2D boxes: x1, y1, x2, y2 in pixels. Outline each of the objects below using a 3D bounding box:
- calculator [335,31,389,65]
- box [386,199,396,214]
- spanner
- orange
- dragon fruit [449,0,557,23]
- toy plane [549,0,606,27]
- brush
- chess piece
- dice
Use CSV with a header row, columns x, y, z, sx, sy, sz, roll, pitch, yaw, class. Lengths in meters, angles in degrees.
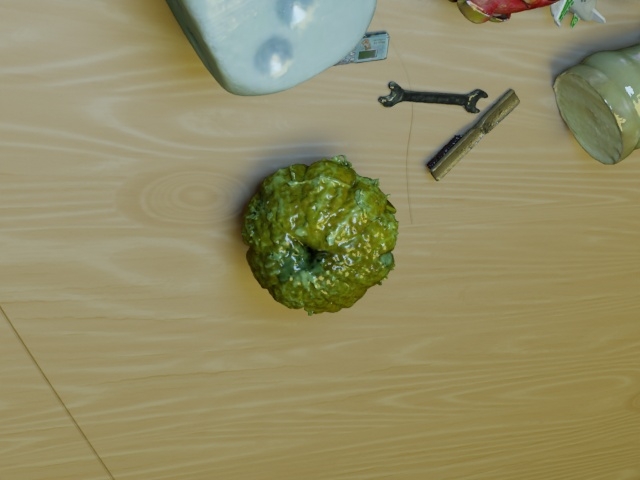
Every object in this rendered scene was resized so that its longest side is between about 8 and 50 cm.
x,y,z,sx,sy,sz,roll,pitch,yaw,class
0.048,-0.347,1.540,0.172,0.018,0.057,-12,130,-24,calculator
0.038,-0.014,1.752,0.141,0.064,0.220,24,108,-38,box
0.228,-0.283,1.688,0.255,0.015,0.054,-2,124,-29,spanner
0.000,0.000,1.579,0.301,0.223,0.300,-7,102,15,orange
0.338,-0.497,1.450,0.307,0.227,0.243,-37,138,-4,dragon fruit
0.506,-0.487,1.641,0.174,0.080,0.174,-26,134,-31,toy plane
0.318,-0.225,1.775,0.248,0.036,0.043,-45,138,-2,brush
0.735,-0.367,1.775,0.442,0.234,0.234,-33,133,-4,chess piece
-0.092,-0.395,1.254,0.268,0.264,0.262,-31,133,-7,dice
